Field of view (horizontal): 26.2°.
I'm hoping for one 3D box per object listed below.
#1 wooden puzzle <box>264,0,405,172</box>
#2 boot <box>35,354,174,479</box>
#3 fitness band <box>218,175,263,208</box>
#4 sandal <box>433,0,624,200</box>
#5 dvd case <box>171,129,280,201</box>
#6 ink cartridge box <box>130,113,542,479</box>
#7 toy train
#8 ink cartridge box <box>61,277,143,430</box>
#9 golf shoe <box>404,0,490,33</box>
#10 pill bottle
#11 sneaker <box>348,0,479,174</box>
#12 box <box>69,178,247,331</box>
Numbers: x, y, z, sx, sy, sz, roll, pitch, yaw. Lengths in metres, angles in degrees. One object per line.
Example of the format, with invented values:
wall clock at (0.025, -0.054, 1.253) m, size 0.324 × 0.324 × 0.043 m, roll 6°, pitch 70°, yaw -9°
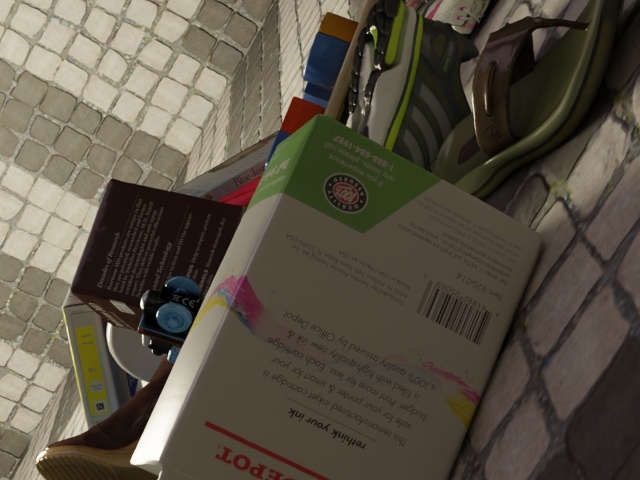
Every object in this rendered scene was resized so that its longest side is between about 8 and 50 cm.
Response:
wooden puzzle at (-0.003, -0.151, 1.742) m, size 0.322 × 0.081 × 0.347 m, roll 104°, pitch -169°, yaw -75°
boot at (-0.234, 0.235, 1.806) m, size 0.249 × 0.090 × 0.207 m, roll -7°, pitch 36°, yaw 21°
fitness band at (-0.146, -0.039, 2.048) m, size 0.291 × 0.054 × 0.209 m, roll -21°, pitch 15°, yaw 25°
sandal at (0.160, -0.125, 1.157) m, size 0.303 × 0.086 × 0.120 m, roll -47°, pitch 20°, yaw 52°
dvd case at (-0.127, -0.106, 2.096) m, size 0.253 × 0.022 × 0.180 m, roll -31°, pitch 15°, yaw -16°
ink cartridge box at (-0.001, 0.113, 1.024) m, size 0.353 × 0.207 × 0.119 m, roll -65°, pitch 14°, yaw -15°
toy train at (-0.132, 0.115, 1.647) m, size 0.080 × 0.184 × 0.105 m, roll -81°, pitch 11°, yaw -55°
ink cartridge box at (-0.346, 0.191, 2.237) m, size 0.303 × 0.072 × 0.307 m, roll -101°, pitch 6°, yaw -72°
golf shoe at (0.169, -0.273, 1.532) m, size 0.186 × 0.068 × 0.086 m, roll -44°, pitch 53°, yaw 45°
pill bottle at (-0.243, 0.090, 2.174) m, size 0.169 × 0.169 × 0.301 m, roll -59°, pitch 13°, yaw 17°
sneaker at (0.087, -0.082, 1.322) m, size 0.111 × 0.121 × 0.299 m, roll 169°, pitch 113°, yaw -73°
box at (-0.193, 0.038, 1.847) m, size 0.168 × 0.203 × 0.167 m, roll 57°, pitch -133°, yaw -66°
